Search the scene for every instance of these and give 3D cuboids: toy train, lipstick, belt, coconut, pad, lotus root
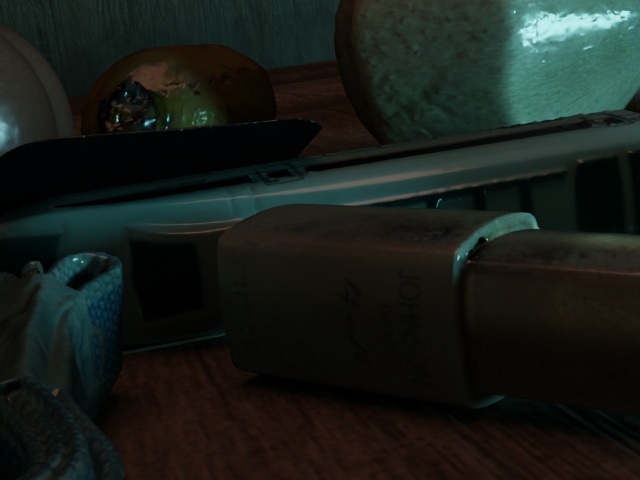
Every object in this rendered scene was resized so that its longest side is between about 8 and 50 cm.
[{"bbox_3d":[0.000,0.000,0.641,0.407,0.086,0.088,-10,16,-9],"label":"toy train"},{"bbox_3d":[0.073,0.028,0.481,0.253,0.079,0.077,3,16,39],"label":"lipstick"},{"bbox_3d":[-0.110,0.070,0.423,0.087,0.072,0.302,-13,15,-7],"label":"belt"},{"bbox_3d":[0.158,-0.167,0.955,0.266,0.237,0.237,-6,11,34],"label":"coconut"},{"bbox_3d":[-0.117,-0.022,0.704,0.181,0.004,0.267,-7,-14,-22],"label":"pad"},{"bbox_3d":[-0.137,-0.121,1.119,0.160,0.146,0.284,-24,1,16],"label":"lotus root"}]

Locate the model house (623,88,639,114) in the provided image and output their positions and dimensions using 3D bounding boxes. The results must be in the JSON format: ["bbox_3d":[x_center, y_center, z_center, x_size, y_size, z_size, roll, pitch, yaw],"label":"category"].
[{"bbox_3d":[0.408,-0.201,1.146,0.207,0.154,0.294,-1,13,32],"label":"model house"}]

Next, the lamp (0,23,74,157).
[{"bbox_3d":[-0.342,-0.088,0.852,0.305,0.239,0.305,-8,13,2],"label":"lamp"}]
